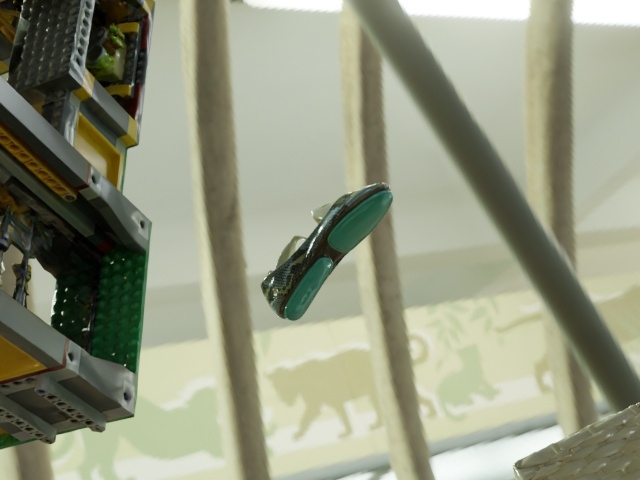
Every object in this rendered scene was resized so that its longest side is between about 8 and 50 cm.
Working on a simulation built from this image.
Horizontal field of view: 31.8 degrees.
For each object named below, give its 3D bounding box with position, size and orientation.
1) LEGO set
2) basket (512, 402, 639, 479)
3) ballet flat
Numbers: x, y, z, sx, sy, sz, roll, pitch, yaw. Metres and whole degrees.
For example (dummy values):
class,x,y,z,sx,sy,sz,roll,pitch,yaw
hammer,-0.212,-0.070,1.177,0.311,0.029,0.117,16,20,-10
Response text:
class,x,y,z,sx,sy,sz,roll,pitch,yaw
LEGO set,-0.202,-0.052,0.464,0.255,0.331,0.192,-9,-35,25
basket,0.249,0.212,0.904,0.167,0.113,0.103,-25,-50,-4
ballet flat,0.000,0.000,1.234,0.188,0.070,0.070,-50,-26,1
